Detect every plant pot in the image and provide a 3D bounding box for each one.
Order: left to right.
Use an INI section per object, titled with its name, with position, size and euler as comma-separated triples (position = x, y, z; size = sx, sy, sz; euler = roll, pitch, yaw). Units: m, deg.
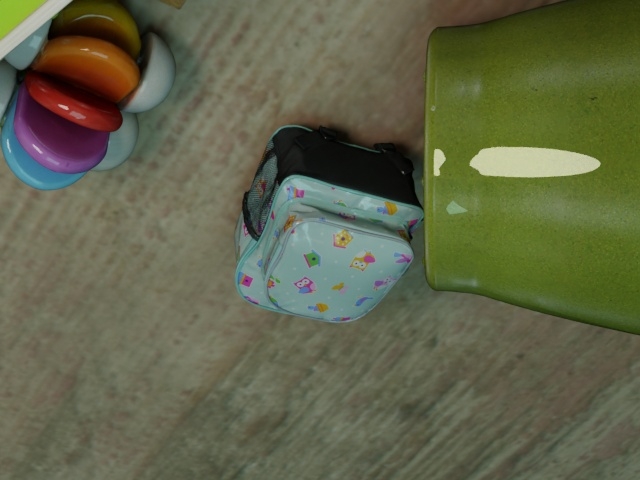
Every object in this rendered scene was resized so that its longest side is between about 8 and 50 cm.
[plant pot]
position = 0.268, -0.069, 1.161
size = 0.353, 0.366, 0.366
euler = 0, 135, 6

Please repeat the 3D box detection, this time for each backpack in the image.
[backpack]
position = 0.000, 0.000, 1.297
size = 0.166, 0.144, 0.188
euler = 11, 140, -22

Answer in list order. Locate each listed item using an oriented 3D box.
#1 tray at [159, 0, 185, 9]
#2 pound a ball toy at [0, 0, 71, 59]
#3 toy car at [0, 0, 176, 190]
[tray]
position = -0.236, -0.346, 0.968
size = 0.411, 0.076, 0.203
euler = 21, 127, -28
[pound a ball toy]
position = -0.268, -0.235, 0.942
size = 0.319, 0.135, 0.208
euler = -30, 110, 38
[toy car]
position = -0.220, -0.119, 1.145
size = 0.159, 0.136, 0.182
euler = 20, 128, -26
